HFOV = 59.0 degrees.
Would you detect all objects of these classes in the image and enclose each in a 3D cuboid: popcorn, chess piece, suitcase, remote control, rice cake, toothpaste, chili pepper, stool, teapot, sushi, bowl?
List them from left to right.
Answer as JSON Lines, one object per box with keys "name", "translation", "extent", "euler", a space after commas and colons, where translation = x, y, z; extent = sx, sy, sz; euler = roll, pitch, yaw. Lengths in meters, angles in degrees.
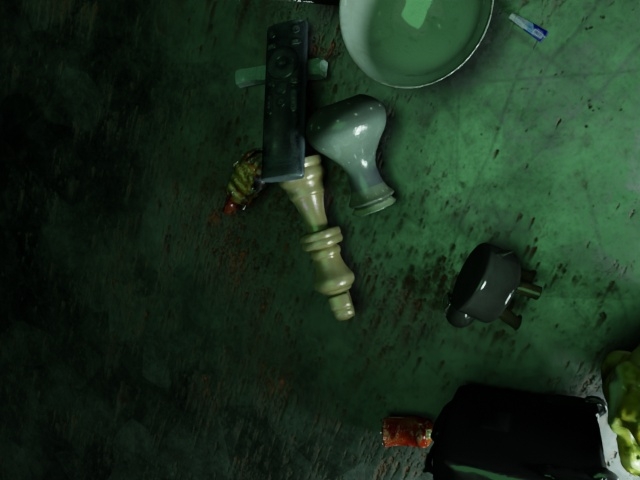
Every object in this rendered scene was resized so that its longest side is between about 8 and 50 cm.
{"name": "sushi", "translation": [-0.183, -0.158, 1.416], "extent": [0.097, 0.103, 0.226], "euler": [36, 111, -13]}
{"name": "rice cake", "translation": [-0.096, -0.402, 1.364], "extent": [0.245, 0.042, 0.045], "euler": [2, 85, 25]}
{"name": "remote control", "translation": [-0.081, -0.321, 1.294], "extent": [0.107, 0.044, 0.377], "euler": [-2, 79, 20]}
{"name": "chess piece", "translation": [0.000, 0.000, 1.347], "extent": [0.117, 0.117, 0.397], "euler": [-15, 93, 26]}
{"name": "teapot", "translation": [0.082, -0.188, 1.254], "extent": [0.184, 0.183, 0.250], "euler": [-15, 103, 26]}
{"name": "chili pepper", "translation": [0.208, 0.456, 1.343], "extent": [0.123, 0.073, 0.070], "euler": [-6, 137, 28]}
{"name": "bowl", "translation": [0.207, -0.465, 1.158], "extent": [0.314, 0.146, 0.313], "euler": [4, 99, 26]}
{"name": "stool", "translation": [0.357, 0.105, 1.193], "extent": [0.139, 0.228, 0.153], "euler": [25, 66, -1]}
{"name": "suitcase", "translation": [0.383, 0.421, 1.100], "extent": [0.340, 0.345, 0.188], "euler": [5, 104, 22]}
{"name": "toothpaste", "translation": [0.418, -0.431, 1.140], "extent": [0.083, 0.015, 0.024], "euler": [37, 110, 9]}
{"name": "popcorn", "translation": [0.669, 0.293, 0.993], "extent": [0.312, 0.312, 0.312], "euler": [4, 100, 24]}

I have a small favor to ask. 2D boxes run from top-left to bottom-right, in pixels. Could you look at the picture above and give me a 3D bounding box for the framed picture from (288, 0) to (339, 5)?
{"name": "framed picture", "translation": [0.003, -0.674, 1.193], "extent": [0.014, 0.255, 0.338], "euler": [-163, 70, -66]}
